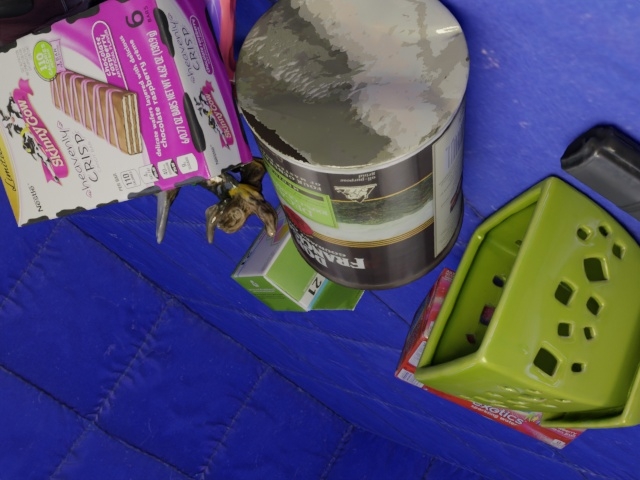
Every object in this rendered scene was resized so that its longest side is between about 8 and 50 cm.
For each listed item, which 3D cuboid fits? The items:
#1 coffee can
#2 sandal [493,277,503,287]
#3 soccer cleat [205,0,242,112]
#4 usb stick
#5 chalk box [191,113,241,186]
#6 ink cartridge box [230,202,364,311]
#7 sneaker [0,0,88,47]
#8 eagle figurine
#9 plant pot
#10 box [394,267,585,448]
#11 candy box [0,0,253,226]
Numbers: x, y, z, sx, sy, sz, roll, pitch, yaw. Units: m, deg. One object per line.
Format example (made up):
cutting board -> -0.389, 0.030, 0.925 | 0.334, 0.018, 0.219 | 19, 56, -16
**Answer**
coffee can -> 0.043, -0.093, 0.809 | 0.201, 0.201, 0.275 | 26, 162, 19
sandal -> 0.301, 0.155, 1.260 | 0.169, 0.102, 0.416 | 8, 142, 21
soccer cleat -> -0.113, -0.215, 0.724 | 0.095, 0.248, 0.083 | 3, -156, 2
usb stick -> 0.350, -0.015, 0.765 | 0.278, 0.045, 0.077 | 33, 162, -6
chalk box -> -0.220, -0.194, 1.095 | 0.213, 0.132, 0.132 | 32, 164, -6
ink cartridge box -> 0.000, 0.000, 1.169 | 0.097, 0.189, 0.255 | 39, 160, -18
sneaker -> -0.383, -0.273, 0.927 | 0.281, 0.162, 0.106 | -17, 92, 37
eagle figurine -> -0.164, -0.152, 0.914 | 0.298, 0.225, 0.226 | 46, 154, -25
plant pot -> 0.265, 0.094, 0.931 | 0.207, 0.227, 0.228 | 27, 163, -5
box -> 0.248, 0.160, 1.102 | 0.257, 0.122, 0.128 | 23, 144, 1
candy box -> -0.190, -0.112, 0.711 | 0.233, 0.071, 0.159 | -11, 101, 31
